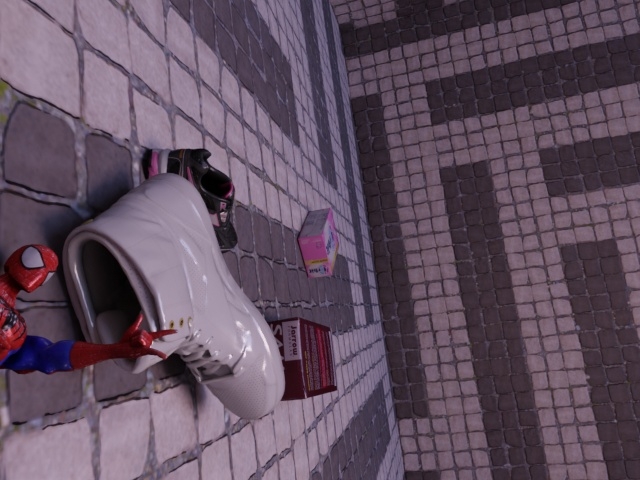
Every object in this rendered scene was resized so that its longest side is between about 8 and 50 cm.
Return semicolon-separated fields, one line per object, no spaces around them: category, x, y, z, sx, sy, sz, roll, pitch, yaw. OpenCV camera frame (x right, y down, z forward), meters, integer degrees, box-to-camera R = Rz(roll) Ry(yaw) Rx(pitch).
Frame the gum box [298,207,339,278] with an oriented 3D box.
gum box;0.000;0.000;1.182;0.188;0.062;0.107;-72;151;-64

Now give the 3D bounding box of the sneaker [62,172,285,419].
sneaker;-0.134;0.095;0.451;0.169;0.108;0.293;-66;135;-65

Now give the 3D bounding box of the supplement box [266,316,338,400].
supplement box;-0.032;0.219;0.860;0.239;0.073;0.131;48;34;-69

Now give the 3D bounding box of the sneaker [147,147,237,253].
sneaker;-0.136;-0.043;0.579;0.178;0.077;0.072;63;22;-55

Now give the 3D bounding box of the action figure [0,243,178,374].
action figure;-0.170;0.093;0.215;0.281;0.138;0.092;-88;165;-50
